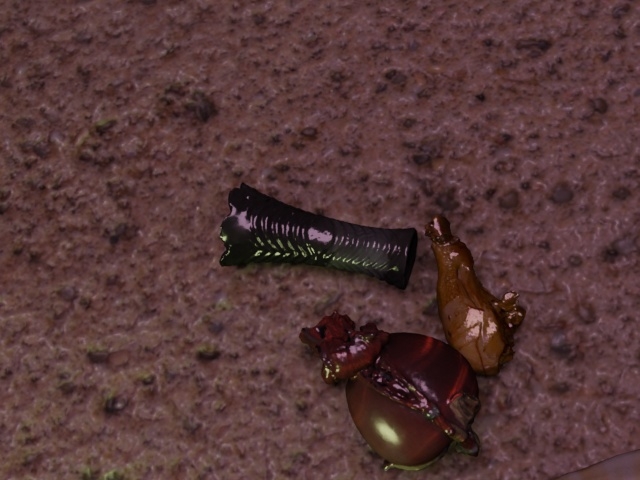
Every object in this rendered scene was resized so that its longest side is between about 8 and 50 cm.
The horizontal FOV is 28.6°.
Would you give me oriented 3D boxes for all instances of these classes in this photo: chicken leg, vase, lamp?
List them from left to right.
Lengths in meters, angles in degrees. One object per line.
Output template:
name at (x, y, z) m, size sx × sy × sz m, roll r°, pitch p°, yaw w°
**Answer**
vase at (0.000, 0.000, 1.580) m, size 0.237 × 0.115 × 0.115 m, roll 11°, pitch 70°, yaw 11°
lamp at (0.095, 0.165, 1.462) m, size 0.151 × 0.215 × 0.223 m, roll -33°, pitch 91°, yaw -11°
chicken leg at (0.185, 0.061, 1.521) m, size 0.101 × 0.085 × 0.207 m, roll -20°, pitch 67°, yaw 4°

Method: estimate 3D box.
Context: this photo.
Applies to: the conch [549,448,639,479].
conch at (0.351, 0.297, 1.389) m, size 0.255 × 0.127 × 0.158 m, roll -3°, pitch 96°, yaw 33°
